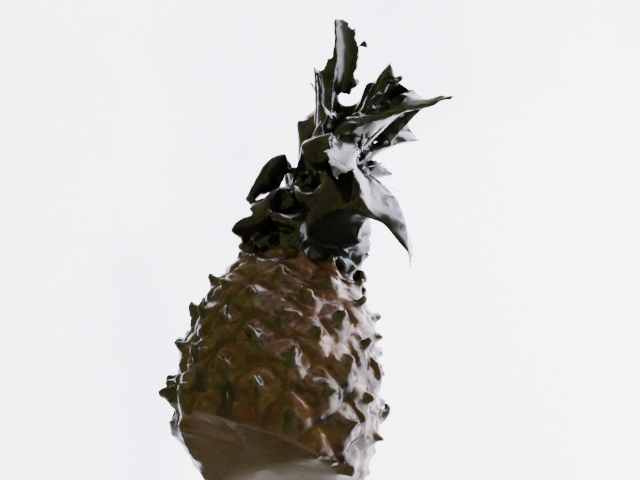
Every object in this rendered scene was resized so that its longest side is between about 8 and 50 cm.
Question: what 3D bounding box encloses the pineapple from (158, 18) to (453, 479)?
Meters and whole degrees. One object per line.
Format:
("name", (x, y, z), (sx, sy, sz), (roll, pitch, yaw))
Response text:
("pineapple", (-0.001, -0.001, 1.095), (0.165, 0.364, 0.165), (12, -29, 7))
